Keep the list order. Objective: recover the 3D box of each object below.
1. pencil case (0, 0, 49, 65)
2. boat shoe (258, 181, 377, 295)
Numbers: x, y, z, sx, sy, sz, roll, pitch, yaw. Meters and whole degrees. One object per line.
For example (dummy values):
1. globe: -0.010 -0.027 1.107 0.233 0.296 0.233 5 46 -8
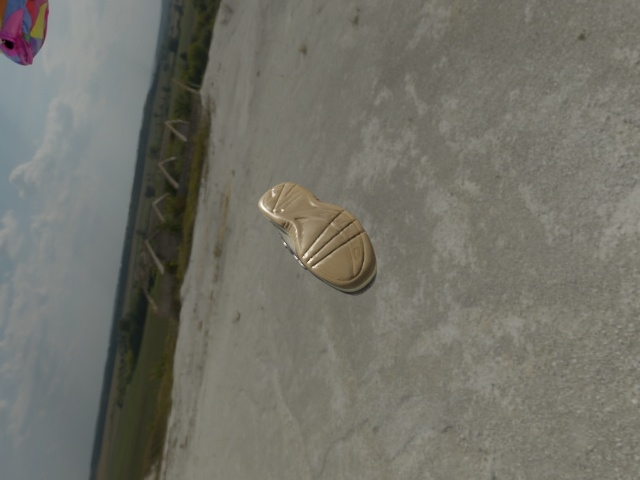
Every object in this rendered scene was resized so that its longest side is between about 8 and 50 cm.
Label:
1. pencil case: -0.408 -0.267 0.507 0.104 0.236 0.104 -163 90 -71
2. boat shoe: 0.000 0.000 0.773 0.103 0.092 0.285 -42 44 -9
